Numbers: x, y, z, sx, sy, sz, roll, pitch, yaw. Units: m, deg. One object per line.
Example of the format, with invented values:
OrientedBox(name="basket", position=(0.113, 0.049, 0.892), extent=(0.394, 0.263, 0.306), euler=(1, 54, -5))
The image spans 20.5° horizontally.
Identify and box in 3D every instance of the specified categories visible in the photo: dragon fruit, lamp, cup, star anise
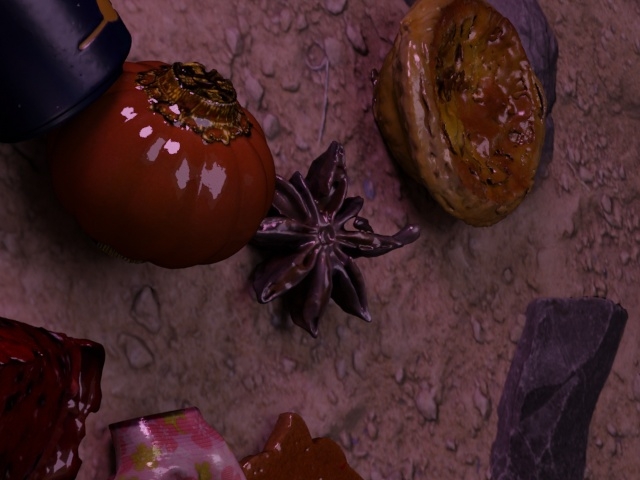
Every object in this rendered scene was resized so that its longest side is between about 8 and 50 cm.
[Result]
OrientedBox(name="dragon fruit", position=(-0.349, 0.158, 1.453), extent=(0.329, 0.228, 0.286), euler=(-19, 127, -69))
OrientedBox(name="lamp", position=(-0.148, -0.073, 1.657), extent=(0.223, 0.196, 0.223), euler=(24, 30, -15))
OrientedBox(name="cup", position=(-0.279, -0.253, 1.578), extent=(0.256, 0.178, 0.255), euler=(55, 46, -25))
OrientedBox(name="star anise", position=(0.000, 0.000, 1.889), extent=(0.231, 0.089, 0.209), euler=(29, 71, -34))

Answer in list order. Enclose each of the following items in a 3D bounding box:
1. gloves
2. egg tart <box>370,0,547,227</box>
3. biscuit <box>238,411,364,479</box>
OrientedBox(name="gloves", position=(-0.121, 0.279, 1.652), extent=(0.145, 0.126, 0.241), euler=(7, 69, -73))
OrientedBox(name="egg tart", position=(0.158, -0.155, 2.095), extent=(0.290, 0.115, 0.290), euler=(15, 70, -48))
OrientedBox(name="biscuit", position=(-0.012, 0.278, 1.833), extent=(0.280, 0.043, 0.183), euler=(26, 64, -47))
